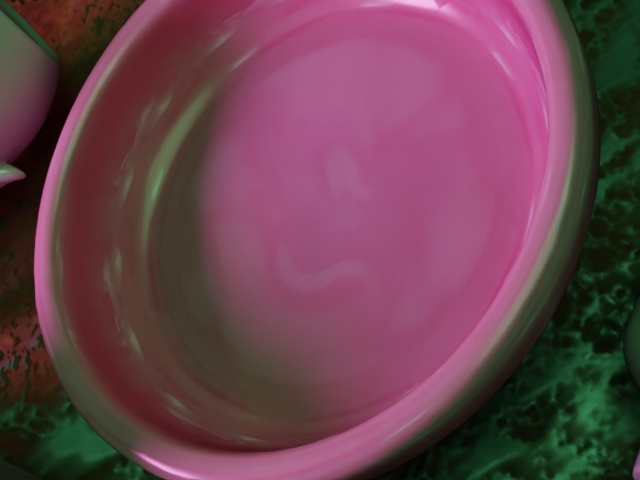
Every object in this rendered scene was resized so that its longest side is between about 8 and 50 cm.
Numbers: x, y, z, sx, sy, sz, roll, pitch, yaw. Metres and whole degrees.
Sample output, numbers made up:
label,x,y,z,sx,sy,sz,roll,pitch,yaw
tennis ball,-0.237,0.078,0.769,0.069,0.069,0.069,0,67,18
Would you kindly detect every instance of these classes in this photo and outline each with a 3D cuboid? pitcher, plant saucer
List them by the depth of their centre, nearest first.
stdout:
label,x,y,z,sx,sy,sz,roll,pitch,yaw
plant saucer,-0.006,-0.025,0.610,0.332,0.084,0.332,-12,66,27
pitcher,-0.248,-0.051,0.711,0.207,0.125,0.178,-45,87,2

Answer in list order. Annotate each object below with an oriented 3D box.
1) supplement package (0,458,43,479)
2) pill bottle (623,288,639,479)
label,x,y,z,sx,sy,sz,roll,pitch,yaw
supplement package,-0.273,0.207,0.587,0.139,0.134,0.244,15,71,16
pill bottle,0.245,0.014,0.565,0.146,0.146,0.264,19,72,18
